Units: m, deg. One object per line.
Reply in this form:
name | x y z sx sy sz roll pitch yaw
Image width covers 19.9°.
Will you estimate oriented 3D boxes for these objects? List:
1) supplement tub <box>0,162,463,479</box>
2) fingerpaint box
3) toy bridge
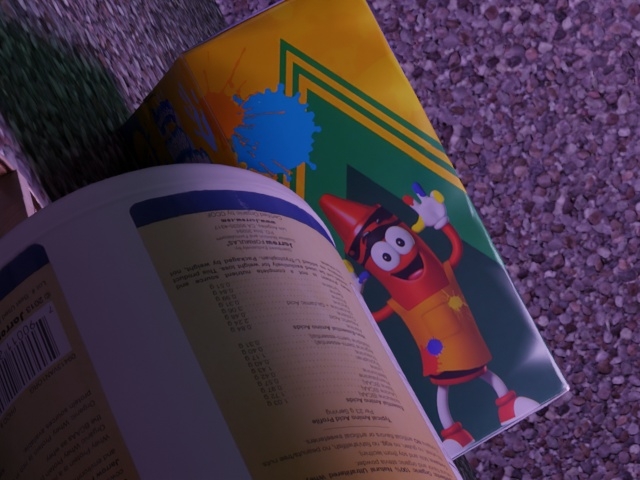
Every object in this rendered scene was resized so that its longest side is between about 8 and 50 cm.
supplement tub | -0.045 0.141 0.906 0.316 0.228 0.228 62 5 37
fingerpaint box | 0.000 0.000 1.575 0.371 0.163 0.445 62 -13 -2
toy bridge | -0.209 -0.021 1.243 0.188 0.026 0.063 55 9 -49
